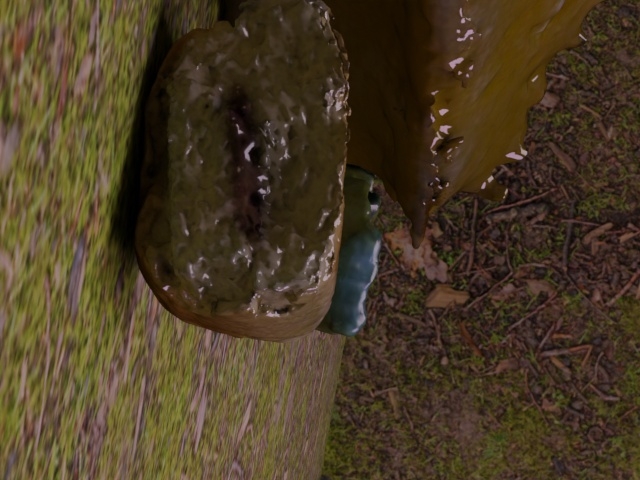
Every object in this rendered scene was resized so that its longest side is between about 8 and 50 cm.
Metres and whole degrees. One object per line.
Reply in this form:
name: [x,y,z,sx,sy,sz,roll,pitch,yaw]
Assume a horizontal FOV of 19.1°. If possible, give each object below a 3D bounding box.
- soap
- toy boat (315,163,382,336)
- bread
soap: [0.091,-0.197,0.881,0.304,0.169,0.338,-44,159,-25]
toy boat: [-0.006,-0.001,1.186,0.276,0.084,0.111,-77,173,-83]
bread: [-0.032,-0.023,0.738,0.106,0.082,0.125,120,-29,-71]
